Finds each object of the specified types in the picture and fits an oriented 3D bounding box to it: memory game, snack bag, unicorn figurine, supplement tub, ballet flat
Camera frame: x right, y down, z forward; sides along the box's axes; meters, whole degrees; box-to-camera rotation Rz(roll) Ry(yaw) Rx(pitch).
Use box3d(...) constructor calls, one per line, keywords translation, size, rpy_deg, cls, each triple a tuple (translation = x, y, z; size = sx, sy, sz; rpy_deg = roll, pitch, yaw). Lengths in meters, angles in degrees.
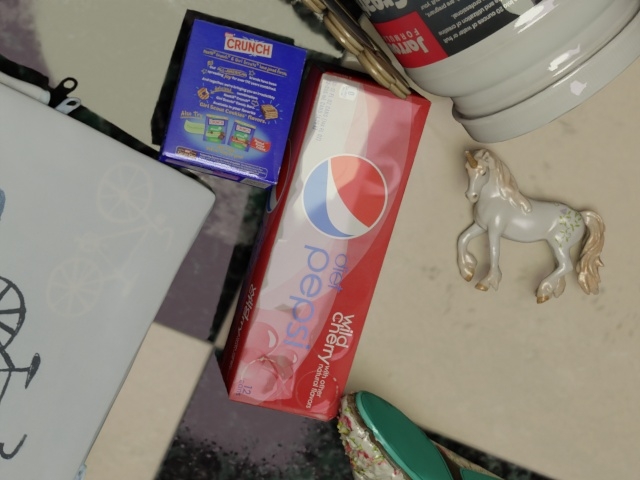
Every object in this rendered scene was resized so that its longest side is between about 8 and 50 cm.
box3d(translation=(0.001, -0.171, 1.270), size=(0.012, 0.186, 0.186), rpy_deg=(-42, 106, 9), cls="memory game")
box3d(translation=(-0.270, 0.030, 1.304), size=(0.342, 0.037, 0.323), rpy_deg=(26, 90, -30), cls="snack bag")
box3d(translation=(0.154, -0.012, 1.404), size=(0.162, 0.060, 0.111), rpy_deg=(9, 102, -28), cls="unicorn figurine")
box3d(translation=(0.103, -0.226, 1.269), size=(0.191, 0.191, 0.272), rpy_deg=(-37, 106, 1), cls="supplement tub")
box3d(translation=(0.081, 0.200, 1.398), size=(0.077, 0.091, 0.241), rpy_deg=(-40, 127, 20), cls="ballet flat")

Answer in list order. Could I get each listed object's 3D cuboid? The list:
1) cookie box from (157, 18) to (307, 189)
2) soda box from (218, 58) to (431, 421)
box3d(translation=(-0.066, -0.102, 1.335), size=(0.092, 0.040, 0.107), rpy_deg=(15, 82, -12), cls="cookie box")
box3d(translation=(0.000, 0.000, 1.363), size=(0.092, 0.083, 0.263), rpy_deg=(14, 100, -12), cls="soda box")
